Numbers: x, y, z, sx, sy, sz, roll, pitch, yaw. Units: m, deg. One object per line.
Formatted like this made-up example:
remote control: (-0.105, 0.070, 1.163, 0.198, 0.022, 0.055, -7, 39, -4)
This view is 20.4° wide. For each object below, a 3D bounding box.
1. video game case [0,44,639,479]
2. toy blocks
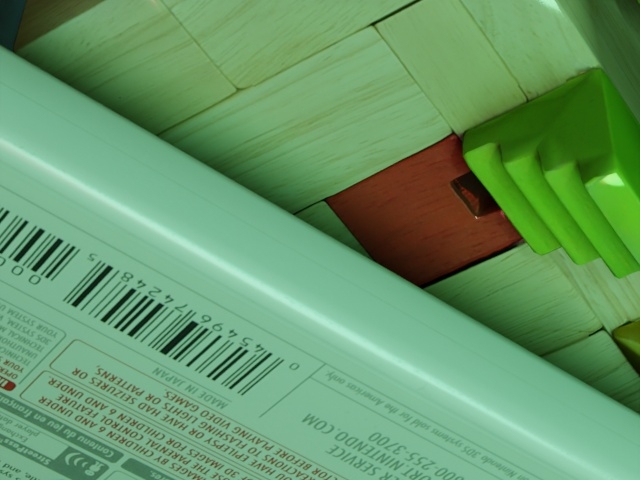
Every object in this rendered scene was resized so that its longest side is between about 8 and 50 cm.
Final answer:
video game case: (-0.040, 0.101, 0.615, 0.329, 0.036, 0.300, 29, 137, -18)
toy blocks: (0.000, 0.000, 0.624, 0.261, 0.190, 0.381, -25, 126, 22)
